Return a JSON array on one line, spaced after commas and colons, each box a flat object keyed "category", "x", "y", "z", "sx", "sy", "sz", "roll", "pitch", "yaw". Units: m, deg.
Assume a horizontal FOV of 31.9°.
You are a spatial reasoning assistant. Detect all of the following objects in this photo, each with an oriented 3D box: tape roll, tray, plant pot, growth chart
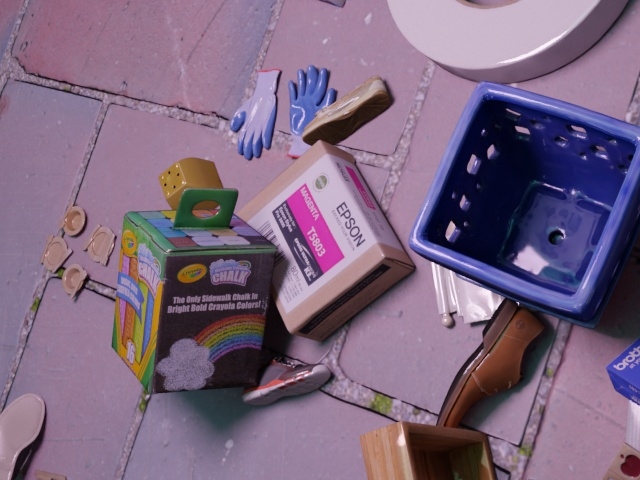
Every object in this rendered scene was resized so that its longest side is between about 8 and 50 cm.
[{"category": "tape roll", "x": 0.273, "y": -0.417, "z": 1.607, "sx": 0.392, "sy": 0.072, "sz": 0.392, "roll": -10, "pitch": 71, "yaw": 32}, {"category": "tray", "x": 0.167, "y": 0.436, "z": 1.361, "sx": 0.076, "sy": 0.202, "sz": 0.411, "roll": -26, "pitch": 63, "yaw": 32}, {"category": "plant pot", "x": -0.220, "y": -0.089, "z": 1.854, "sx": 0.081, "sy": 0.083, "sz": 0.082, "roll": -36, "pitch": 60, "yaw": 22}, {"category": "plant pot", "x": 0.276, "y": -0.029, "z": 1.385, "sx": 0.236, "sy": 0.212, "sz": 0.236, "roll": 22, "pitch": 82, "yaw": 26}, {"category": "growth chart", "x": 0.252, "y": 0.033, "z": 1.528, "sx": 0.237, "sy": 0.021, "sz": 0.172, "roll": -9, "pitch": 72, "yaw": 33}]

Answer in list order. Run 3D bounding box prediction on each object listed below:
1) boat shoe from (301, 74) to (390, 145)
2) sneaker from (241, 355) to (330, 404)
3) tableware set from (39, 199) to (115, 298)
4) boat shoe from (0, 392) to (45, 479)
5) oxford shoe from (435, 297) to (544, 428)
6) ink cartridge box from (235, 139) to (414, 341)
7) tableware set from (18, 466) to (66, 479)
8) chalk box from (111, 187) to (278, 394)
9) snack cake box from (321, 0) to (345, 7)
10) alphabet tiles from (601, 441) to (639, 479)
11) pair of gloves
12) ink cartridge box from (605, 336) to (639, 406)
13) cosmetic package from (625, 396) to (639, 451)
[{"category": "boat shoe", "x": 0.035, "y": -0.198, "z": 1.726, "sx": 0.153, "sy": 0.056, "sz": 0.048, "roll": -32, "pitch": 52, "yaw": 22}, {"category": "sneaker", "x": -0.057, "y": 0.198, "z": 1.677, "sx": 0.158, "sy": 0.061, "sz": 0.065, "roll": -20, "pitch": 60, "yaw": 29}, {"category": "tableware set", "x": -0.442, "y": 0.015, "z": 2.021, "sx": 0.168, "sy": 0.020, "sz": 0.141, "roll": 38, "pitch": 100, "yaw": 36}, {"category": "boat shoe", "x": -0.543, "y": 0.364, "z": 1.951, "sx": 0.065, "sy": 0.075, "sz": 0.206, "roll": 122, "pitch": 169, "yaw": -60}, {"category": "oxford shoe", "x": 0.221, "y": 0.181, "z": 1.483, "sx": 0.076, "sy": 0.076, "sz": 0.212, "roll": 32, "pitch": 107, "yaw": 1}, {"category": "ink cartridge box", "x": 0.000, "y": 0.000, "z": 1.673, "sx": 0.193, "sy": 0.088, "sz": 0.235, "roll": -41, "pitch": 57, "yaw": 20}, {"category": "tableware set", "x": -0.531, "y": 0.458, "z": 1.948, "sx": 0.194, "sy": 0.039, "sz": 0.128, "roll": 3, "pitch": 79, "yaw": 35}, {"category": "chalk box", "x": -0.187, "y": 0.055, "z": 1.651, "sx": 0.179, "sy": 0.180, "sz": 0.289, "roll": 34, "pitch": 119, "yaw": 54}, {"category": "snack cake box", "x": -0.050, "y": -0.497, "z": 1.845, "sx": 0.264, "sy": 0.089, "sz": 0.152, "roll": 26, "pitch": 93, "yaw": 37}, {"category": "alphabet tiles", "x": 0.379, "y": 0.375, "z": 1.280, "sx": 0.198, "sy": 0.009, "sz": 0.237, "roll": 34, "pitch": 121, "yaw": 22}, {"category": "pair of gloves", "x": -0.065, "y": -0.207, "z": 1.817, "sx": 0.198, "sy": 0.023, "sz": 0.159, "roll": 6, "pitch": 81, "yaw": 35}, {"category": "ink cartridge box", "x": 0.439, "y": 0.116, "z": 1.288, "sx": 0.207, "sy": 0.046, "sz": 0.097, "roll": -38, "pitch": 35, "yaw": -11}, {"category": "cosmetic package", "x": 0.472, "y": 0.246, "z": 1.267, "sx": 0.238, "sy": 0.107, "sz": 0.127, "roll": 2, "pitch": 78, "yaw": 32}]
